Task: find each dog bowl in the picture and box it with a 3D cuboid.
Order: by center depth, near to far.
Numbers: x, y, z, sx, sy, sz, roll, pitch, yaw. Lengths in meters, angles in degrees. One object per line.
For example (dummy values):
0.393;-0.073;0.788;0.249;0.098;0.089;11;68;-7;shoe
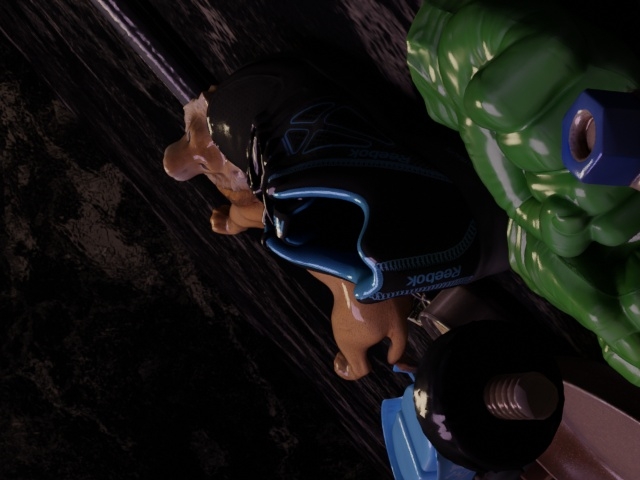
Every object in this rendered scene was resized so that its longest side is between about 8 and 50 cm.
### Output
0.147;0.256;1.624;0.297;0.074;0.166;97;158;-62;dog bowl

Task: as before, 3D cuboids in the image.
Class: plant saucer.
0.278;0.194;1.028;0.310;0.050;0.310;39;165;13;plant saucer

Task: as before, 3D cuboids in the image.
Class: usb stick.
-0.176;-0.207;1.468;0.278;0.045;0.077;48;170;-12;usb stick

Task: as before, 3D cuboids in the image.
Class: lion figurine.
0.000;0.000;1.289;0.392;0.142;0.240;42;163;-7;lion figurine

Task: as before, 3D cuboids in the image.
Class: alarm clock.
0.146;0.085;1.189;0.192;0.064;0.129;36;169;30;alarm clock

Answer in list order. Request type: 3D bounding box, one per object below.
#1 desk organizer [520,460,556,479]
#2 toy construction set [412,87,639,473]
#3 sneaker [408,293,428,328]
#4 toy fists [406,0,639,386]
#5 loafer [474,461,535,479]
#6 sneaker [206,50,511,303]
0.311;0.331;1.552;0.130;0.047;0.050;51;172;-23;desk organizer
0.220;0.062;0.429;0.309;0.257;0.237;28;162;-15;toy construction set
0.125;0.087;1.381;0.044;0.040;0.109;43;179;-40;sneaker
0.146;-0.021;0.674;0.142;0.096;0.279;34;163;49;toy fists
0.203;0.287;1.722;0.096;0.084;0.267;49;170;-12;loafer
-0.005;-0.058;0.965;0.341;0.140;0.125;30;132;46;sneaker
